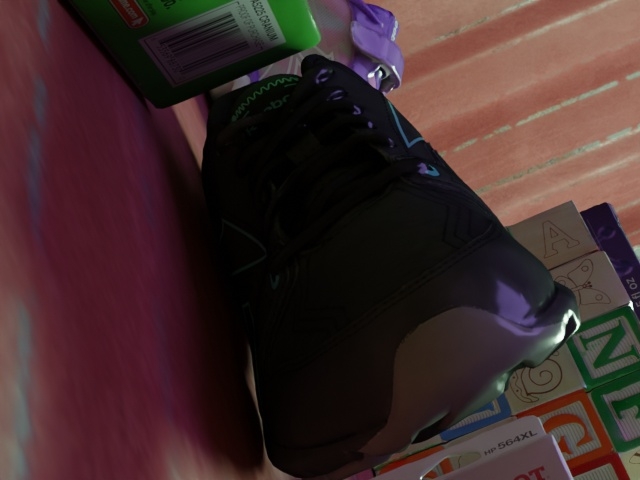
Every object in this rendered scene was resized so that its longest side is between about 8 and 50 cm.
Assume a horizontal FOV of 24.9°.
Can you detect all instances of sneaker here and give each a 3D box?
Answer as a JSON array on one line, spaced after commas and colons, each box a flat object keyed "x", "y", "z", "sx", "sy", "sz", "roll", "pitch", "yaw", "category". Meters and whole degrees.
[{"x": 0.000, "y": -0.072, "z": 0.744, "sx": 0.095, "sy": 0.104, "sz": 0.236, "roll": 64, "pitch": 5, "yaw": -68, "category": "sneaker"}, {"x": 0.000, "y": 0.000, "z": 0.476, "sx": 0.106, "sy": 0.101, "sz": 0.267, "roll": 60, "pitch": -5, "yaw": -10, "category": "sneaker"}]

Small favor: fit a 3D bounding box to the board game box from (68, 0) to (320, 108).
[{"x": -0.100, "y": -0.223, "z": 0.423, "sx": 0.242, "sy": 0.064, "sz": 0.316, "roll": 57, "pitch": 11, "yaw": -75, "category": "board game box"}]

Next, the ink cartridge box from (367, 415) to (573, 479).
[{"x": 0.074, "y": 0.148, "z": 0.582, "sx": 0.090, "sy": 0.092, "sz": 0.143, "roll": 56, "pitch": 11, "yaw": -72, "category": "ink cartridge box"}]

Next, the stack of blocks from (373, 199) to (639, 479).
[{"x": 0.124, "y": 0.136, "z": 0.817, "sx": 0.087, "sy": 0.171, "sz": 0.297, "roll": 64, "pitch": 5, "yaw": -49, "category": "stack of blocks"}]

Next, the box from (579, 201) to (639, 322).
[{"x": 0.136, "y": 0.094, "z": 0.982, "sx": 0.108, "sy": 0.207, "sz": 0.153, "roll": 64, "pitch": 4, "yaw": -50, "category": "box"}]
